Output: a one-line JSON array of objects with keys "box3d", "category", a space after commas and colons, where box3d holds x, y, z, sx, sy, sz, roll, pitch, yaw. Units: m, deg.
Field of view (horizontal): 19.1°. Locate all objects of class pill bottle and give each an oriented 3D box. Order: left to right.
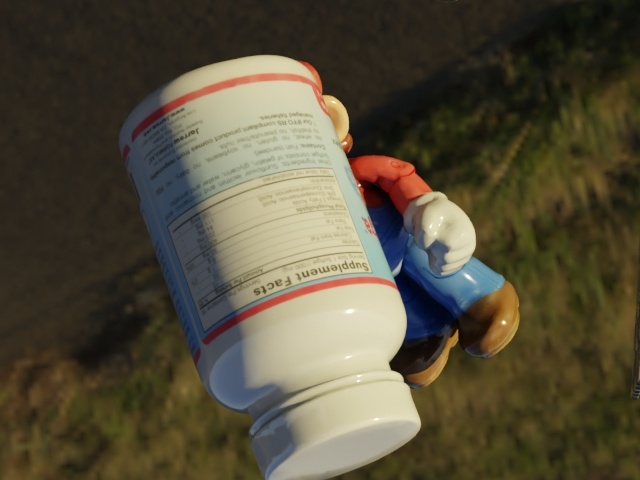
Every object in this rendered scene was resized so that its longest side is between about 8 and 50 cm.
[{"box3d": [-0.018, 0.013, 0.766, 0.087, 0.160, 0.087, -18, 161, -7], "category": "pill bottle"}]

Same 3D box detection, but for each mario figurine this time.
[{"box3d": [0.000, 0.000, 1.492, 0.198, 0.170, 0.320, -44, 108, 8], "category": "mario figurine"}]

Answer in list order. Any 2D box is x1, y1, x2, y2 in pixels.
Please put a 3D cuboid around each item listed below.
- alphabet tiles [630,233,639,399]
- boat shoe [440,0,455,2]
[{"box3d": [0.286, 0.016, 1.687, 0.009, 0.237, 0.198, 3, 171, 8], "category": "alphabet tiles"}, {"box3d": [0.033, -0.267, 1.303, 0.103, 0.302, 0.113, -38, 136, -7], "category": "boat shoe"}]
